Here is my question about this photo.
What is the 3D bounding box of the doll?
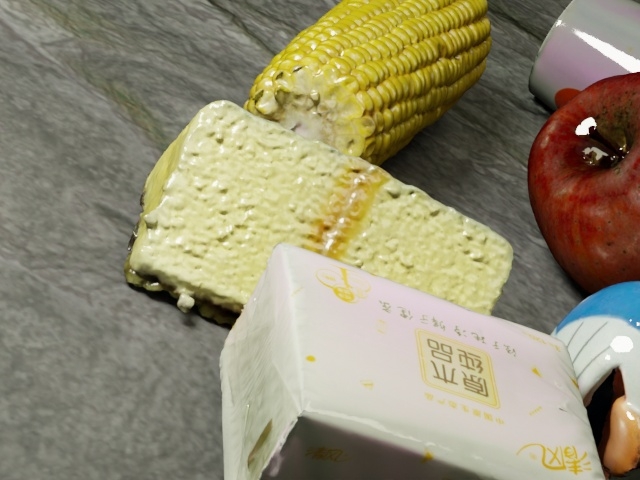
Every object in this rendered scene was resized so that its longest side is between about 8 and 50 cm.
[{"bbox_3d":[0.259,0.148,1.276,0.161,0.215,0.257,-27,48,-22],"label":"doll"}]

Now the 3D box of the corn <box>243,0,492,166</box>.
[{"bbox_3d":[0.053,-0.149,1.564,0.144,0.144,0.387,34,30,4],"label":"corn"}]

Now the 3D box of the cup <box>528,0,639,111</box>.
[{"bbox_3d":[0.364,-0.129,1.798,0.288,0.203,0.203,35,29,19],"label":"cup"}]

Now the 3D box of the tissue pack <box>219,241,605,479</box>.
[{"bbox_3d":[0.058,0.121,1.166,0.225,0.124,0.185,20,33,-18],"label":"tissue pack"}]

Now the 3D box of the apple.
[{"bbox_3d":[0.297,-0.036,1.552,0.234,0.234,0.234,23,30,-14],"label":"apple"}]

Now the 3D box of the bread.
[{"bbox_3d":[0.000,0.000,1.325,0.266,0.141,0.178,26,14,-13],"label":"bread"}]
